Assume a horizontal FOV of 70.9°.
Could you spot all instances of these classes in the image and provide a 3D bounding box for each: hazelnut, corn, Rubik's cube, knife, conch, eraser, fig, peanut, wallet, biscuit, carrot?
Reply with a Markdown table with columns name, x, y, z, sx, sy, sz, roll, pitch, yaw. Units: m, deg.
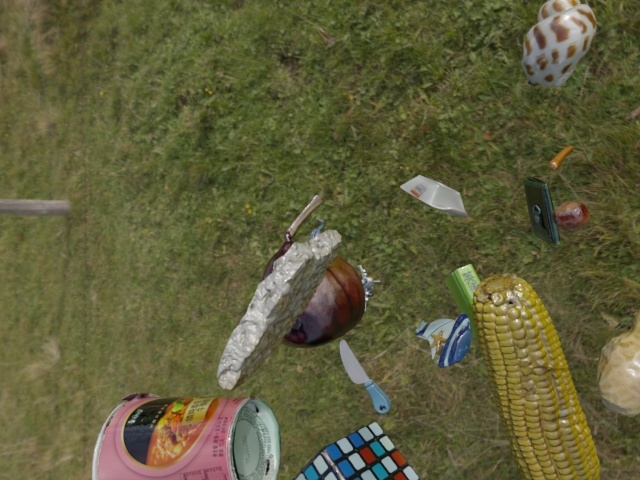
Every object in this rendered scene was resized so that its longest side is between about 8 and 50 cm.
| name | x | y | z | sx | sy | sz | roll | pitch | yaw |
| --- | --- | --- | --- | --- | --- | --- | --- | --- | --- |
| hazelnut | 0.631 | -0.058 | 1.134 | 0.086 | 0.086 | 0.086 | 2 | 93 | 42 |
| corn | 0.206 | 0.146 | 0.437 | 0.080 | 0.080 | 0.231 | -13 | 102 | 41 |
| Rubik's cube | 0.065 | 0.491 | 0.853 | 0.184 | 0.182 | 0.187 | 50 | 120 | 31 |
| knife | 0.119 | 0.400 | 1.310 | 0.058 | 0.032 | 0.244 | -38 | 88 | 20 |
| conch | 0.660 | -0.578 | 1.247 | 0.183 | 0.149 | 0.274 | 1 | 84 | 18 |
| eraser | 0.600 | 0.244 | 1.766 | 0.092 | 0.210 | 0.274 | -23 | 74 | -1 |
| fig | -0.038 | 0.073 | 0.827 | 0.204 | 0.186 | 0.249 | -21 | 101 | 32 |
| peanut | 0.424 | 0.149 | 0.594 | 0.080 | 0.080 | 0.174 | 32 | 77 | 36 |
| wallet | 0.798 | -0.108 | 1.625 | 0.055 | 0.160 | 0.236 | -21 | 106 | 4 |
| biscuit | -0.047 | 0.077 | 0.588 | 0.040 | 0.265 | 0.188 | 29 | 144 | 13 |
| carrot | 0.850 | -0.296 | 1.587 | 0.037 | 0.190 | 0.037 | 31 | 142 | 28 |

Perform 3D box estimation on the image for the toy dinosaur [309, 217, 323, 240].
| name | x | y | z | sx | sy | sz | roll | pitch | yaw |
| --- | --- | --- | --- | --- | --- | --- | --- | --- | --- |
| toy dinosaur | 0.000 | 0.000 | 1.575 | 0.045 | 0.080 | 0.197 | 103 | 173 | -54 |

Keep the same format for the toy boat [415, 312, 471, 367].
| name | x | y | z | sx | sy | sz | roll | pitch | yaw |
| --- | --- | --- | --- | --- | --- | --- | --- | --- | --- |
| toy boat | 0.454 | 0.361 | 1.697 | 0.220 | 0.067 | 0.291 | -60 | 16 | -10 |

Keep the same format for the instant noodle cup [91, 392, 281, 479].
| name | x | y | z | sx | sy | sz | roll | pitch | yaw |
| --- | --- | --- | --- | --- | --- | --- | --- | --- | --- |
| instant noodle cup | -0.214 | 0.373 | 0.786 | 0.255 | 0.244 | 0.243 | -16 | 81 | 20 |

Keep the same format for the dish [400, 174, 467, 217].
| name | x | y | z | sx | sy | sz | roll | pitch | yaw |
| --- | --- | --- | --- | --- | --- | --- | --- | --- | --- |
| dish | 0.367 | -0.140 | 1.391 | 0.064 | 0.154 | 0.234 | -67 | 27 | 16 |

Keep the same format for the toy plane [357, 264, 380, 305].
| name | x | y | z | sx | sy | sz | roll | pitch | yaw |
| --- | --- | --- | --- | --- | --- | --- | --- | --- | --- |
| toy plane | 0.152 | 0.154 | 1.519 | 0.171 | 0.066 | 0.162 | 125 | 144 | -66 |
